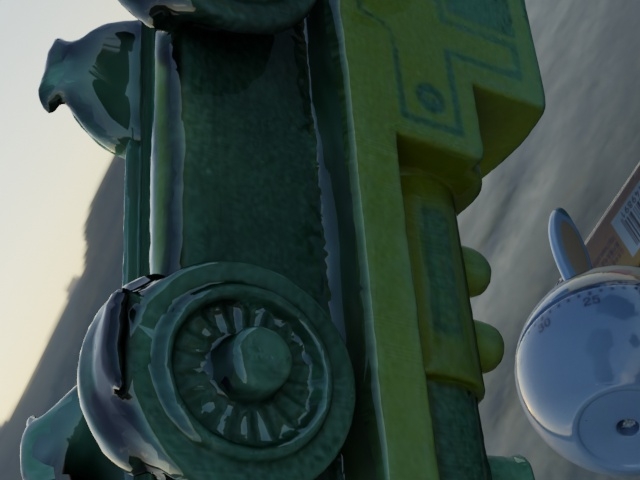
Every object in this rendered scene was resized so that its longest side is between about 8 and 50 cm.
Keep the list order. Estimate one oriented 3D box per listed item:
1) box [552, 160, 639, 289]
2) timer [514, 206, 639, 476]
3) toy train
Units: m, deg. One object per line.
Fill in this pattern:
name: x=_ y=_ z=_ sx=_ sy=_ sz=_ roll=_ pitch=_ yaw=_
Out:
box: x=0.496 y=0.032 z=1.451 sx=0.415 sy=0.264 sz=0.115 roll=-64 pitch=32 yaw=35
timer: x=0.245 y=0.062 z=0.824 sx=0.255 sy=0.175 sz=0.175 roll=-62 pitch=6 yaw=-36
toy train: x=0.000 y=0.000 z=0.470 sx=0.150 sy=0.237 sz=0.368 roll=-43 pitch=43 yaw=48
